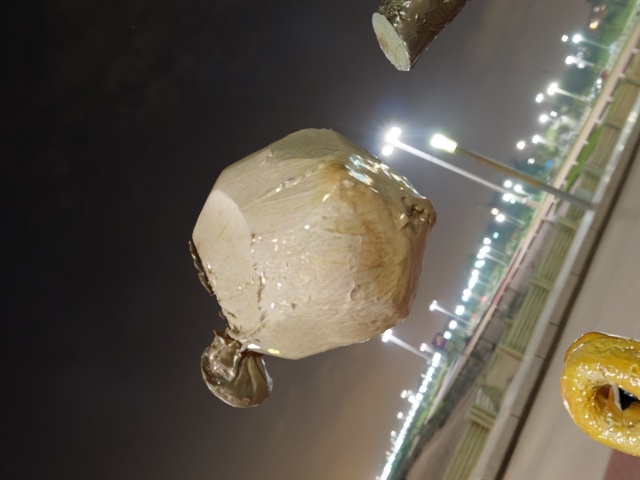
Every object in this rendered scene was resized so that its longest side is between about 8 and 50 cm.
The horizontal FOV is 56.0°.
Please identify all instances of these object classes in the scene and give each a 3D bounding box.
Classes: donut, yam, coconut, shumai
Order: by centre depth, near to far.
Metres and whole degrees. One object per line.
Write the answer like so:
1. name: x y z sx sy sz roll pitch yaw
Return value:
1. yam: 0.160 -0.363 0.932 0.183 0.107 0.107 -47 -17 -3
2. coconut: 0.000 0.000 0.944 0.360 0.347 0.346 -25 -13 9
3. donut: 0.561 0.282 1.101 0.118 0.253 0.254 -33 -31 -30
4. shumai: -0.175 0.275 1.375 0.120 0.201 0.201 -50 -11 21
